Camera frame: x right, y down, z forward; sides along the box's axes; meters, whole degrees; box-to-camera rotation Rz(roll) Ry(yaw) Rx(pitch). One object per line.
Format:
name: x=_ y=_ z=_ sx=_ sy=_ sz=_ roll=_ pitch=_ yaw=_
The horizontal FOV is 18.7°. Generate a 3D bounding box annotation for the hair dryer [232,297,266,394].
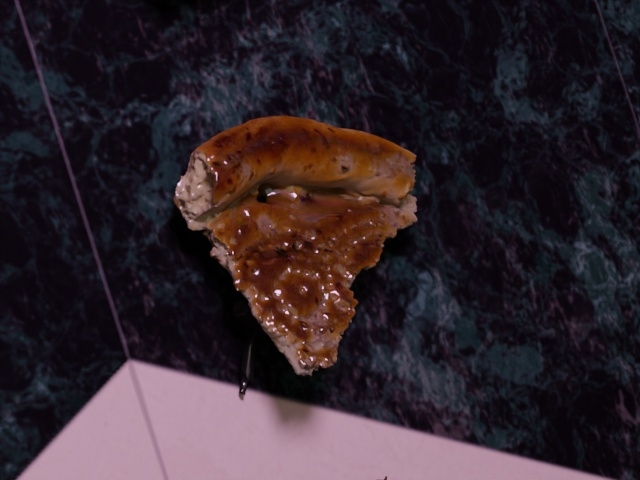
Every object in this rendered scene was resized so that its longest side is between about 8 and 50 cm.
hair dryer: x=-0.048 y=0.093 z=1.639 sx=0.079 sy=0.031 sz=0.083 roll=24 pitch=76 yaw=-38

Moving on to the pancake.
pancake: x=0.000 y=0.000 z=1.652 sx=0.266 sy=0.057 sz=0.244 roll=9 pitch=57 yaw=-33

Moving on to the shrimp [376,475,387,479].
shrimp: x=0.026 y=0.288 z=1.626 sx=0.124 sy=0.034 sz=0.178 roll=2 pitch=80 yaw=-29
